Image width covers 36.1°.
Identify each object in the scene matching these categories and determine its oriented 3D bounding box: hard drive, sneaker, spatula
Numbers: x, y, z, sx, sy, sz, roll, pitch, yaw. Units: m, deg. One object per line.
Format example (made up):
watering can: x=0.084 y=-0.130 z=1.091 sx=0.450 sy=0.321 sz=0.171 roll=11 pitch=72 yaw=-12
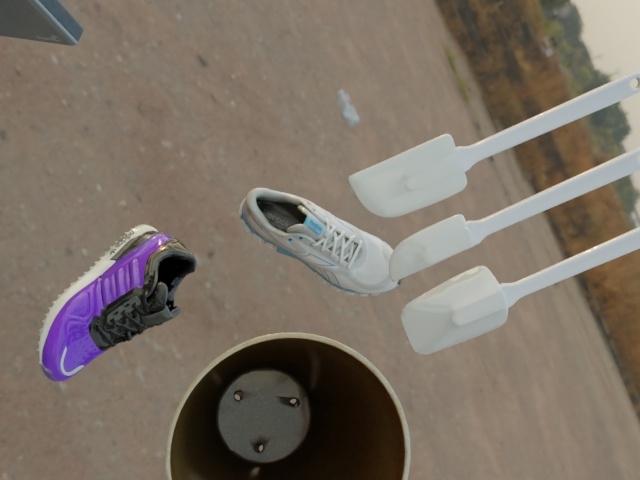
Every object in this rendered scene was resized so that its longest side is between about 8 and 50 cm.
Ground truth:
hard drive: x=-0.259 y=-0.203 z=0.770 sx=0.022 sy=0.094 sz=0.135 roll=-70 pitch=154 yaw=-16
sneaker: x=-0.297 y=0.101 z=1.491 sx=0.293 sy=0.146 sz=0.102 roll=-54 pitch=147 yaw=-26
sneaker: x=0.000 y=0.000 z=1.017 sx=0.083 sy=0.190 sz=0.071 roll=103 pitch=12 yaw=-79
spatula: x=0.159 y=-0.022 z=0.765 sx=0.019 sy=0.242 sz=0.168 roll=-125 pitch=-168 yaw=-74

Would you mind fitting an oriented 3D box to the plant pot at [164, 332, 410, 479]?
plant pot: x=-0.051 y=0.209 z=1.061 sx=0.237 sy=0.237 sz=0.254 roll=66 pitch=-10 yaw=-3
